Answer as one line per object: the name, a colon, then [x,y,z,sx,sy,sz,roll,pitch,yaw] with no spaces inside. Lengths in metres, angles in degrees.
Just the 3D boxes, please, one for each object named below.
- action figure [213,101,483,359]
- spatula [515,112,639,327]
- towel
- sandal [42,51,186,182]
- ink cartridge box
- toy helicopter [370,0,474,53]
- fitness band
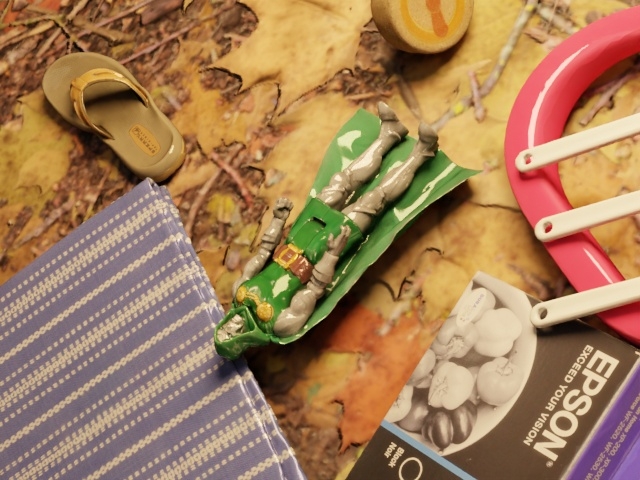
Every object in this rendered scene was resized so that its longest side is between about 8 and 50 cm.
action figure: [0.000,0.000,0.971,0.137,0.063,0.232,30,76,43]
spatula: [0.231,-0.031,0.813,0.242,0.019,0.168,-19,59,34]
towel: [-0.161,0.137,1.020,0.243,0.040,0.336,-35,57,10]
sandal: [-0.186,-0.117,1.122,0.072,0.049,0.180,-48,58,0]
ink cartridge box: [0.132,0.148,0.846,0.208,0.045,0.206,28,82,42]
toy helicopter: [0.094,-0.325,0.994,0.140,0.235,0.355,13,92,58]
fitness band: [0.242,-0.050,0.863,0.209,0.054,0.291,-43,46,18]
